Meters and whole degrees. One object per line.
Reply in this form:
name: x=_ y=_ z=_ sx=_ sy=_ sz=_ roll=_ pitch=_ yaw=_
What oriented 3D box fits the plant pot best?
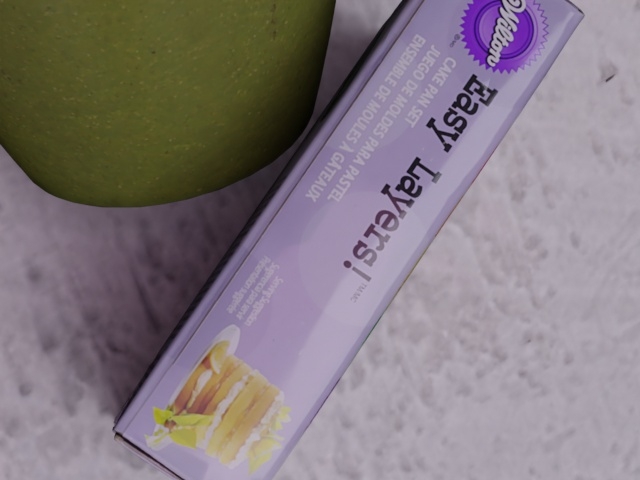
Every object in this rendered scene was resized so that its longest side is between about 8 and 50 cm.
plant pot: x=-0.092 y=-0.170 z=0.815 sx=0.274 sy=0.275 sz=0.294 roll=-25 pitch=125 yaw=-20

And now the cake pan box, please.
cake pan box: x=0.000 y=0.000 z=0.882 sx=0.070 sy=0.267 sz=0.246 roll=37 pitch=83 yaw=-2
